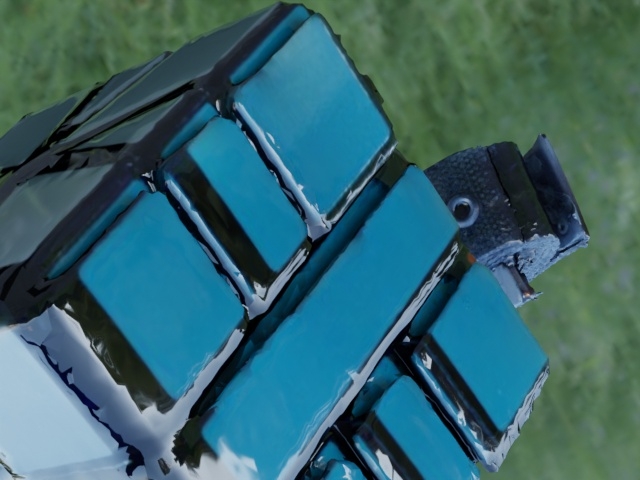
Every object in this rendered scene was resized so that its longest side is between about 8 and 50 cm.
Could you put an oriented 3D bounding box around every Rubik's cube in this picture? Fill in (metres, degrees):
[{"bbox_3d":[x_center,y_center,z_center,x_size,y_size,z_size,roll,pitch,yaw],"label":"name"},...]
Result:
[{"bbox_3d":[-0.089,0.074,0.945,0.293,0.283,0.288,-20,-157,43],"label":"Rubik's cube"}]

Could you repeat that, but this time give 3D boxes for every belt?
[{"bbox_3d":[0.111,0.020,1.357,0.122,0.128,0.218,-10,161,-32],"label":"belt"}]
